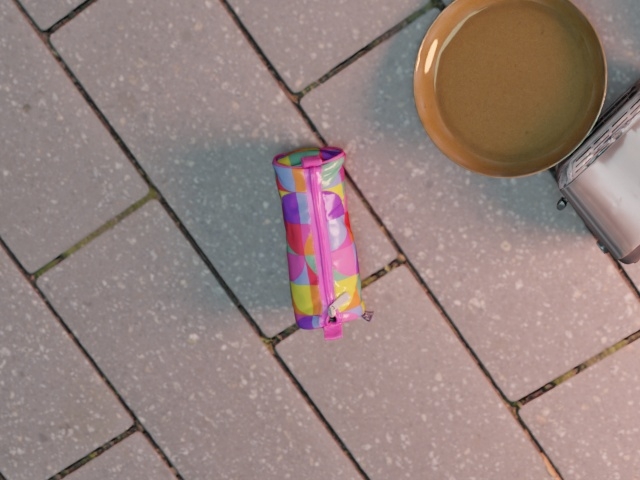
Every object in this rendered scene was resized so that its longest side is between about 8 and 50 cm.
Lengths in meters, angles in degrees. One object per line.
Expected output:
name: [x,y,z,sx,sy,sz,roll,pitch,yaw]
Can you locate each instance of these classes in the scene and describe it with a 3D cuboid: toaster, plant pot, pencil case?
toaster: [0.388,-0.093,1.603,0.146,0.129,0.227,44,109,-3]
plant pot: [0.228,-0.192,1.616,0.236,0.032,0.236,1,92,23]
pencil case: [0.000,0.000,1.701,0.104,0.104,0.236,-7,104,10]
